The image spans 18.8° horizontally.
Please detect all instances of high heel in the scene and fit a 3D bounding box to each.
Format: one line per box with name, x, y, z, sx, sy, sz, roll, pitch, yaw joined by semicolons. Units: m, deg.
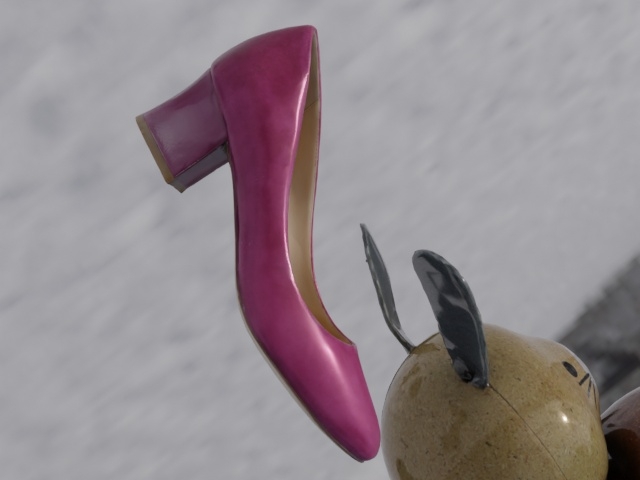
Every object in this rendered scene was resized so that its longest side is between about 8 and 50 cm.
high heel;0.000;0.000;1.103;0.117;0.244;0.082;-30;168;4

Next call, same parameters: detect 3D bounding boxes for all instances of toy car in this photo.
toy car;0.083;0.067;0.713;0.149;0.188;0.155;-40;-167;-10
